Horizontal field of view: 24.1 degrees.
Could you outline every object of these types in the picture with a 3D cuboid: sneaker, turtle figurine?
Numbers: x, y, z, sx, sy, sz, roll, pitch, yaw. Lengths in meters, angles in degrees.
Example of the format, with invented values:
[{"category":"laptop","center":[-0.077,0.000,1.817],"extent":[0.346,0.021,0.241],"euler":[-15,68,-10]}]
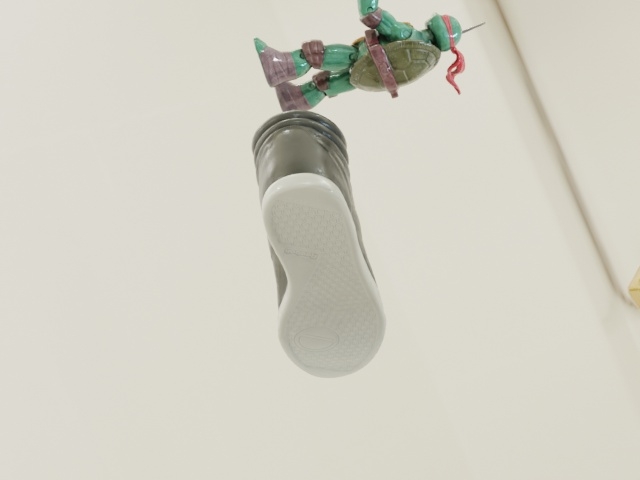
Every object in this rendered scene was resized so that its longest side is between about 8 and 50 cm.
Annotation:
[{"category":"sneaker","center":[0.000,0.000,1.420],"extent":[0.105,0.146,0.295],"euler":[-7,-43,4]},{"category":"turtle figurine","center":[0.057,-0.203,1.543],"extent":[0.234,0.118,0.175],"euler":[-20,-43,4]}]

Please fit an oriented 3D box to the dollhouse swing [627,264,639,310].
[{"category":"dollhouse swing","center":[0.425,0.010,0.977],"extent":[0.305,0.315,0.347],"euler":[-36,4,-12]}]
